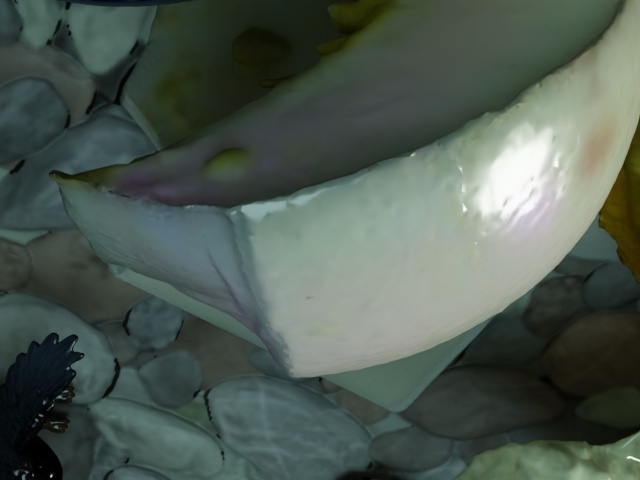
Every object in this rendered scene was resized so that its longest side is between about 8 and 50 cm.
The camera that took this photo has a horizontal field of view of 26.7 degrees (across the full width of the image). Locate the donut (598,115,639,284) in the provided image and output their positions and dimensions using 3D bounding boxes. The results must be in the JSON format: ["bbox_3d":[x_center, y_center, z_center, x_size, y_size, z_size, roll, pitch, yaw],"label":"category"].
[{"bbox_3d":[0.264,-0.087,0.583,0.330,0.160,0.330,-2,117,-3],"label":"donut"}]

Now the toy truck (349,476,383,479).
[{"bbox_3d":[0.031,0.202,0.828,0.077,0.076,0.111,19,125,-38],"label":"toy truck"}]

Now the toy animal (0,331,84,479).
[{"bbox_3d":[-0.166,0.121,0.737,0.062,0.108,0.220,13,125,-18],"label":"toy animal"}]

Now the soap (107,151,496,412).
[{"bbox_3d":[0.000,0.000,0.687,0.183,0.064,0.121,28,121,-19],"label":"soap"}]

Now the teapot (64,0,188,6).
[{"bbox_3d":[-0.062,-0.224,0.406,0.424,0.252,0.280,21,139,20],"label":"teapot"}]

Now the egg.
[{"bbox_3d":[0.023,-0.035,0.515,0.206,0.271,0.162,-12,125,1],"label":"egg"}]

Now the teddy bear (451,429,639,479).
[{"bbox_3d":[0.269,0.287,0.692,0.327,0.362,0.375,-25,149,21],"label":"teddy bear"}]
